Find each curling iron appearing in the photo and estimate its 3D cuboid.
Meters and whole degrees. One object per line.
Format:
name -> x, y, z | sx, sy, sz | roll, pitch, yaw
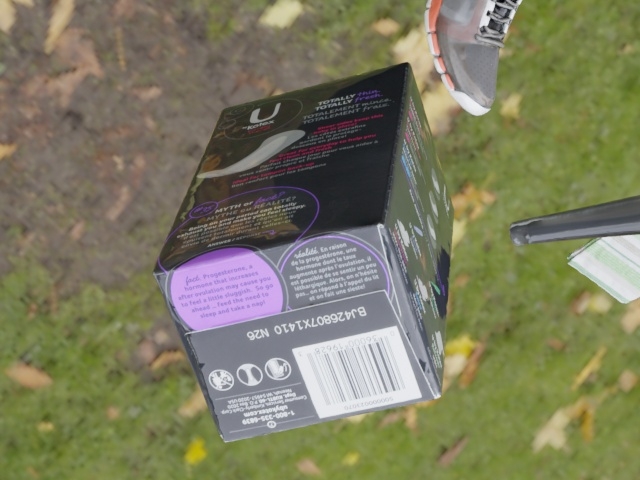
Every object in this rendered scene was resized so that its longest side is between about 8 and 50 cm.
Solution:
curling iron -> 0.261, -0.010, 1.021 | 0.035, 0.274, 0.068 | -26, 112, -62

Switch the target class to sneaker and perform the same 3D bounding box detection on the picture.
sneaker -> 0.113, -0.167, 1.024 | 0.061, 0.064, 0.158 | 12, 70, -55

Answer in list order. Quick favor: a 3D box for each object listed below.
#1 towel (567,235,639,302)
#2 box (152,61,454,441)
towel -> 0.422, 0.022, 1.995 | 0.152, 0.113, 0.023 | -42, -164, 51
box -> 0.000, 0.000, 1.071 | 0.270, 0.165, 0.143 | -76, 151, -59
